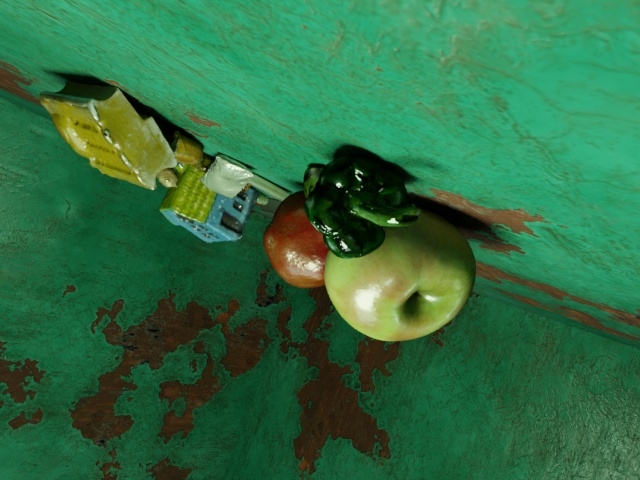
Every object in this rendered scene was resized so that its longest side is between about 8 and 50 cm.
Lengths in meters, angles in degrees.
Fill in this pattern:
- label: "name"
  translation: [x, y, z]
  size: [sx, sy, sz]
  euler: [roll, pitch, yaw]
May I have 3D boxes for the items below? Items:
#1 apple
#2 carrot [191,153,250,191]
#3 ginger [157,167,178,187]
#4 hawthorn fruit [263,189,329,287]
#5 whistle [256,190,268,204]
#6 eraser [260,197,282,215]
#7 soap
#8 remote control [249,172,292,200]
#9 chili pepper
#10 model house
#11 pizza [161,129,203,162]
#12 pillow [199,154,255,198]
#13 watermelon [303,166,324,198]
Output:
- label: "apple"
  translation: [0.165, 0.060, 1.021]
  size: [0.319, 0.319, 0.277]
  euler: [23, -154, -28]
- label: "carrot"
  translation: [-0.333, -0.228, 1.551]
  size: [0.069, 0.069, 0.229]
  euler: [19, 174, 44]
- label: "ginger"
  translation: [-0.572, -0.292, 1.515]
  size: [0.334, 0.081, 0.148]
  euler: [43, -162, 3]
- label: "hawthorn fruit"
  translation: [-0.013, -0.010, 1.327]
  size: [0.311, 0.295, 0.295]
  euler: [-24, 148, 34]
- label: "whistle"
  translation: [-0.310, -0.201, 1.949]
  size: [0.126, 0.067, 0.258]
  euler: [32, -173, 30]
- label: "eraser"
  translation: [-0.159, -0.129, 2.058]
  size: [0.111, 0.077, 0.352]
  euler: [27, 175, -35]
- label: "soap"
  translation: [-0.530, -0.269, 1.146]
  size: [0.281, 0.143, 0.259]
  euler: [22, 152, 37]
- label: "remote control"
  translation: [-0.203, -0.192, 1.559]
  size: [0.233, 0.038, 0.098]
  euler: [25, 175, -38]
- label: "chili pepper"
  translation: [0.066, -0.064, 0.784]
  size: [0.165, 0.174, 0.261]
  euler: [48, 172, -12]
- label: "model house"
  translation: [-0.424, -0.153, 1.667]
  size: [0.215, 0.237, 0.303]
  euler: [-2, 153, 45]
- label: "pizza"
  translation: [-0.436, -0.276, 1.343]
  size: [0.182, 0.073, 0.365]
  euler: [20, 180, -12]
- label: "pillow"
  translation: [-0.299, -0.197, 1.450]
  size: [0.128, 0.051, 0.229]
  euler: [31, 154, -19]
- label: "watermelon"
  translation: [0.020, -0.125, 1.043]
  size: [0.119, 0.063, 0.245]
  euler: [3, 173, -5]
